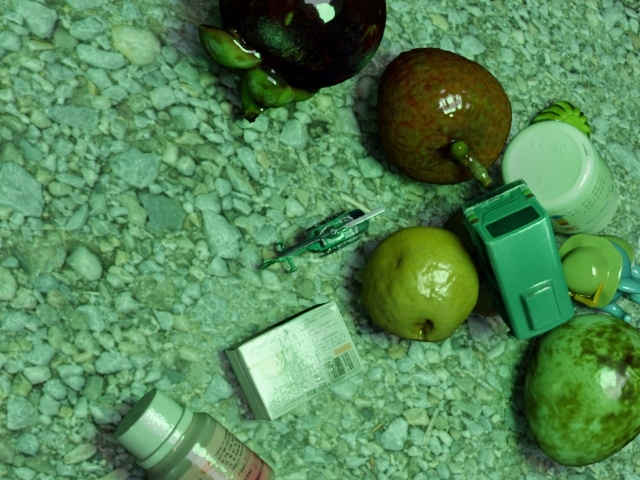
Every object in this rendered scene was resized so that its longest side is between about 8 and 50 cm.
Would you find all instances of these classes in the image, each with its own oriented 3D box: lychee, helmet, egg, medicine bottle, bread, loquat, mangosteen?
[{"bbox_3d":[0.215,-0.210,1.792,0.255,0.255,0.300,9,52,-23],"label":"lychee"},{"bbox_3d":[0.333,0.027,1.871,0.198,0.130,0.224,-21,91,-23],"label":"helmet"},{"bbox_3d":[0.490,0.274,1.842,0.238,0.238,0.289,26,75,-19],"label":"egg"},{"bbox_3d":[0.450,-0.102,1.858,0.293,0.170,0.170,27,66,-60],"label":"medicine bottle"},{"bbox_3d":[0.483,-0.210,2.012,0.130,0.071,0.139,46,66,-7],"label":"bread"},{"bbox_3d":[0.173,0.076,1.748,0.208,0.208,0.208,4,80,-24],"label":"loquat"},{"bbox_3d":[-0.195,0.344,1.569,0.247,0.147,0.147,42,67,-13],"label":"medicine bottle"},{"bbox_3d":[-0.038,-0.377,1.694,0.311,0.311,0.311,4,80,-24],"label":"mangosteen"}]

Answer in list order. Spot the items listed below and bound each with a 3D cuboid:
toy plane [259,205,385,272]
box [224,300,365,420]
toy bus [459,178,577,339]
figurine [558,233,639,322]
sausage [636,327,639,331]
[{"bbox_3d":[0.000,0.000,1.744,0.235,0.096,0.060,-26,90,-8],"label":"toy plane"},{"bbox_3d":[-0.042,0.200,1.697,0.199,0.081,0.135,-24,91,-28],"label":"box"},{"bbox_3d":[0.337,0.042,1.708,0.128,0.147,0.256,-24,126,1],"label":"toy bus"},{"bbox_3d":[0.541,0.063,1.920,0.262,0.154,0.180,4,46,-42],"label":"figurine"},{"bbox_3d":[0.598,0.251,2.012,0.028,0.025,0.198,40,68,-11],"label":"sausage"}]
